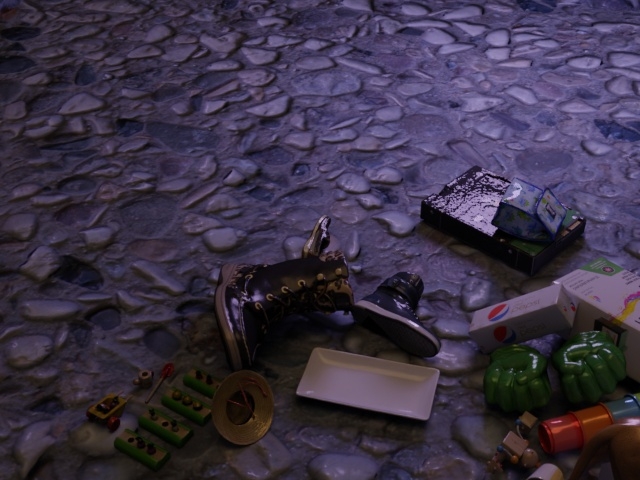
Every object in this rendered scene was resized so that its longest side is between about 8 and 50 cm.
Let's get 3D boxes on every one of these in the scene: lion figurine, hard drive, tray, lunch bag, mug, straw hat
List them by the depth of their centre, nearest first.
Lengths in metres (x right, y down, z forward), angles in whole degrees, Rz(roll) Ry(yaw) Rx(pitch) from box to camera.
[{"bbox_3d":[0.542,0.323,1.400,0.392,0.240,0.142,0,38,4],"label":"lion figurine"},{"bbox_3d":[0.413,0.442,1.731,0.078,0.062,0.064,46,42,8],"label":"mug"},{"bbox_3d":[-0.162,0.328,1.875,0.144,0.144,0.061,-32,6,-34],"label":"straw hat"},{"bbox_3d":[0.097,0.295,1.942,0.270,0.030,0.145,9,39,12],"label":"tray"},{"bbox_3d":[0.497,-0.066,2.259,0.151,0.096,0.129,27,41,11],"label":"lunch bag"},{"bbox_3d":[0.449,-0.056,2.367,0.339,0.064,0.237,28,46,33],"label":"hard drive"}]

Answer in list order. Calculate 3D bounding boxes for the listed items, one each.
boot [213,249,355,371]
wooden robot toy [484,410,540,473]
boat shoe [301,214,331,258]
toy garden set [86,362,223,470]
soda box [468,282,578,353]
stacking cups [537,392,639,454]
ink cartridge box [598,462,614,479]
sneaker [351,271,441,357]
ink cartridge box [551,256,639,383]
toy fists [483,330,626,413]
[{"bbox_3d":[-0.072,0.132,2.013,0.284,0.138,0.377,-10,19,0],"label":"boot"},{"bbox_3d":[0.370,0.396,1.776,0.079,0.076,0.173,32,37,18],"label":"wooden robot toy"},{"bbox_3d":[0.000,0.000,2.316,0.049,0.056,0.152,16,50,13],"label":"boat shoe"},{"bbox_3d":[-0.323,0.319,1.904,0.204,0.049,0.244,22,43,27],"label":"toy garden set"},{"bbox_3d":[0.416,0.163,1.984,0.216,0.069,0.074,-25,22,37],"label":"soda box"},{"bbox_3d":[0.570,0.337,1.836,0.316,0.096,0.096,-10,38,-8],"label":"stacking cups"},{"bbox_3d":[0.610,0.469,1.567,0.270,0.197,0.198,-2,38,-1],"label":"ink cartridge box"},{"bbox_3d":[0.202,0.153,2.080,0.226,0.086,0.163,28,49,34],"label":"sneaker"},{"bbox_3d":[0.638,0.167,2.001,0.201,0.117,0.278,-20,40,-40],"label":"ink cartridge box"},{"bbox_3d":[0.456,0.259,1.881,0.279,0.096,0.142,-12,33,15],"label":"toy fists"}]
